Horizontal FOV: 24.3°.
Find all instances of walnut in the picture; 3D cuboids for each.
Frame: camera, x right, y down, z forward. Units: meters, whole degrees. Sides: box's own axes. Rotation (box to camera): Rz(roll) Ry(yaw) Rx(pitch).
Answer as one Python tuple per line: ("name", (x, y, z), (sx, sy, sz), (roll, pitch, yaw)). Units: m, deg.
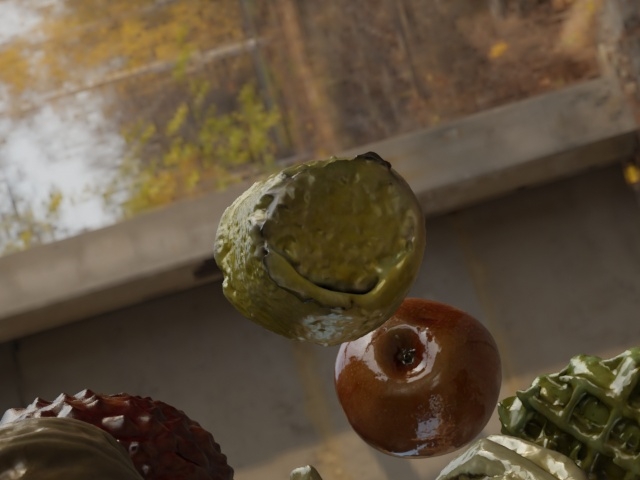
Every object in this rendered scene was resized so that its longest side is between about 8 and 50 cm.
("walnut", (-0.181, 0.178, 0.893), (0.140, 0.162, 0.140), (164, 90, -77))

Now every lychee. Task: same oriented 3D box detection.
("lychee", (-0.296, 0.423, 2.121), (0.424, 0.500, 0.424), (-49, 31, 44))

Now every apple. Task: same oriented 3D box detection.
("apple", (0.114, 0.157, 1.753), (0.162, 0.201, 0.201), (75, 178, -63))

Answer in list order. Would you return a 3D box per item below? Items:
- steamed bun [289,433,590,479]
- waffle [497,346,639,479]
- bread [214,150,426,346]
("steamed bun", (0.031, 0.294, 1.065), (0.247, 0.189, 0.428), (55, 133, 41))
("waffle", (0.314, 0.260, 1.545), (0.073, 0.317, 0.297), (-2, -104, -49))
("bread", (0.001, 0.004, 1.424), (0.170, 0.197, 0.197), (123, 132, -74))
